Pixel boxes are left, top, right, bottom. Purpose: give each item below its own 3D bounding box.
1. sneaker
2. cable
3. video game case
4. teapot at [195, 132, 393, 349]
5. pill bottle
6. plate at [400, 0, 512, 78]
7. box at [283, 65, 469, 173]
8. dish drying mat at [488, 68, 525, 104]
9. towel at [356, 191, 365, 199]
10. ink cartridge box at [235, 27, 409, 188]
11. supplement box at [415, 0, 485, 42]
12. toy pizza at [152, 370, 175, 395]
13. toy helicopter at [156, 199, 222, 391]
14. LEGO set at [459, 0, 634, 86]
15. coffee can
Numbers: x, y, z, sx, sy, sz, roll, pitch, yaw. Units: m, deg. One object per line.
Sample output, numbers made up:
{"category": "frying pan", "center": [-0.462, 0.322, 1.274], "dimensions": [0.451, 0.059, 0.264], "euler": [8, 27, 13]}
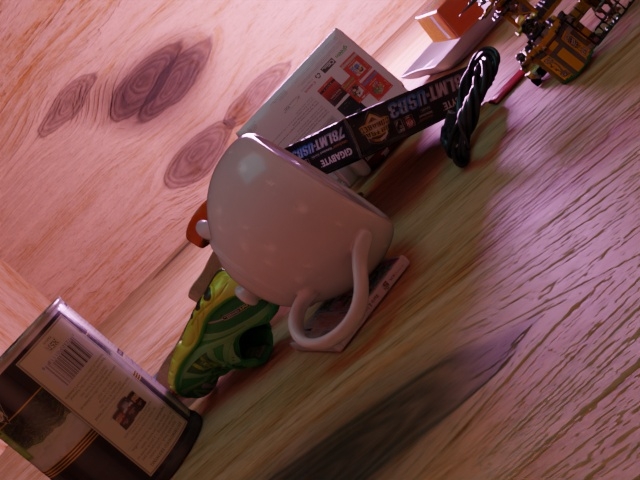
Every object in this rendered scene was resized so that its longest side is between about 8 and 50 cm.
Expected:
{"category": "sneaker", "center": [-0.139, 0.158, 1.199], "dimensions": [0.109, 0.124, 0.295], "euler": [-59, -1, -41]}
{"category": "cable", "center": [0.208, -0.182, 1.134], "dimensions": [0.184, 0.047, 0.150], "euler": [-69, 1, -59]}
{"category": "video game case", "center": [0.034, 0.082, 1.053], "dimensions": [0.143, 0.019, 0.157], "euler": [-50, 11, -19]}
{"category": "teapot", "center": [-0.044, 0.001, 1.028], "dimensions": [0.187, 0.253, 0.256], "euler": [-58, -2, 6]}
{"category": "pill bottle", "center": [0.085, -0.180, 1.593], "dimensions": [0.152, 0.086, 0.086], "euler": [-47, 11, -3]}
{"category": "plate", "center": [0.314, -0.453, 1.809], "dimensions": [0.278, 0.045, 0.277], "euler": [-47, 11, -3]}
{"category": "box", "center": [0.065, -0.171, 1.347], "dimensions": [0.296, 0.073, 0.293], "euler": [-30, 9, -37]}
{"category": "dish drying mat", "center": [0.289, -0.237, 1.253], "dimensions": [0.083, 0.008, 0.032], "euler": [-46, 12, 0]}
{"category": "towel", "center": [-0.005, -0.032, 1.537], "dimensions": [0.102, 0.021, 0.237], "euler": [-41, 8, -25]}
{"category": "ink cartridge box", "center": [0.033, -0.231, 1.734], "dimensions": [0.309, 0.272, 0.130], "euler": [-46, -19, 2]}
{"category": "supplement box", "center": [0.265, -0.468, 1.729], "dimensions": [0.078, 0.080, 0.233], "euler": [-44, 9, 4]}
{"category": "toy pizza", "center": [-0.290, 0.276, 1.522], "dimensions": [0.201, 0.032, 0.201], "euler": [-43, 11, 10]}
{"category": "toy helicopter", "center": [-0.173, 0.095, 1.400], "dimensions": [0.355, 0.140, 0.235], "euler": [-60, -9, 10]}
{"category": "LEGO set", "center": [0.316, -0.382, 1.072], "dimensions": [0.331, 0.192, 0.255], "euler": [-50, 12, 28]}
{"category": "coffee can", "center": [-0.339, 0.244, 1.190], "dimensions": [0.201, 0.275, 0.201], "euler": [-44, 11, 11]}
